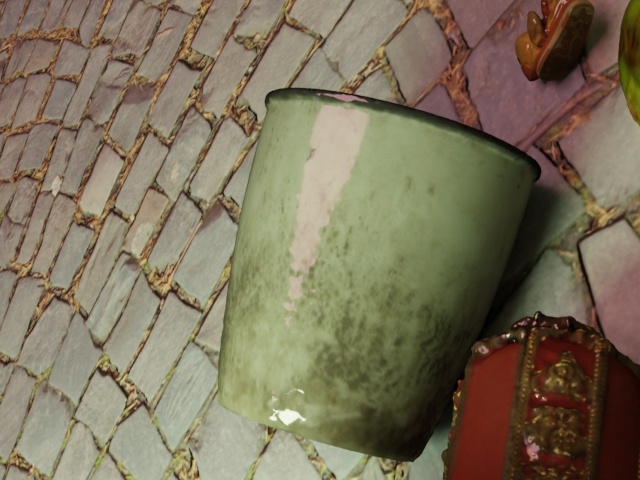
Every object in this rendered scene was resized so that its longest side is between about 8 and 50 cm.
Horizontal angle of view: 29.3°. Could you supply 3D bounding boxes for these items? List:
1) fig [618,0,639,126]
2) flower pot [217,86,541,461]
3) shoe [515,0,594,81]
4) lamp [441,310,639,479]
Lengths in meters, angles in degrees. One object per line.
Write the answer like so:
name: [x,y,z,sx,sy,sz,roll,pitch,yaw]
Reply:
fig: [0.364,-0.162,1.038,0.225,0.203,0.203,-26,39,-2]
flower pot: [0.045,0.041,1.254,0.294,0.294,0.330,10,84,55]
shoe: [0.254,-0.226,1.321,0.109,0.072,0.069,94,157,-49]
lamp: [0.187,0.197,1.022,0.177,0.177,0.273,-29,35,41]
